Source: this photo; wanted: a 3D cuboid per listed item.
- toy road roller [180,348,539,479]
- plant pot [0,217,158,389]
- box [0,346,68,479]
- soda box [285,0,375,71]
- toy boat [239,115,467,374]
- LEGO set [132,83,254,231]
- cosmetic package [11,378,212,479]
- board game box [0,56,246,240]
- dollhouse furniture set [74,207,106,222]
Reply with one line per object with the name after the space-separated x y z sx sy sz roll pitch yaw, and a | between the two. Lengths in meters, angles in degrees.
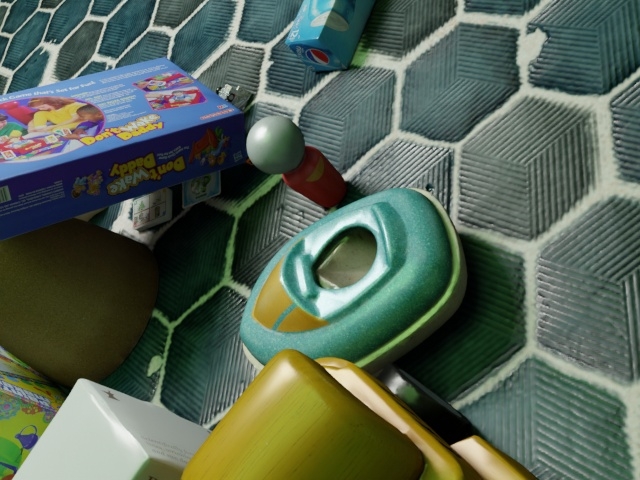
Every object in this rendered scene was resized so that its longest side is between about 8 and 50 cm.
0.045 0.220 0.580 0.203 0.240 0.329 -52 43 0 | toy road roller
-0.396 0.048 1.063 0.237 0.254 0.237 -22 49 28 | plant pot
-0.508 0.292 1.052 0.279 0.177 0.290 25 80 47 | box
0.030 -0.344 1.090 0.067 0.071 0.210 5 66 42 | soda box
0.000 0.000 0.832 0.267 0.148 0.318 -35 46 18 | toy boat
-0.183 -0.126 1.166 0.244 0.060 0.183 -19 64 32 | LEGO set
-0.231 0.354 0.750 0.156 0.217 0.385 32 88 46 | cosmetic package
-0.307 -0.136 1.028 0.347 0.078 0.233 -21 41 -28 | board game box
-0.376 -0.145 1.263 0.183 0.129 0.129 -32 47 20 | dollhouse furniture set
